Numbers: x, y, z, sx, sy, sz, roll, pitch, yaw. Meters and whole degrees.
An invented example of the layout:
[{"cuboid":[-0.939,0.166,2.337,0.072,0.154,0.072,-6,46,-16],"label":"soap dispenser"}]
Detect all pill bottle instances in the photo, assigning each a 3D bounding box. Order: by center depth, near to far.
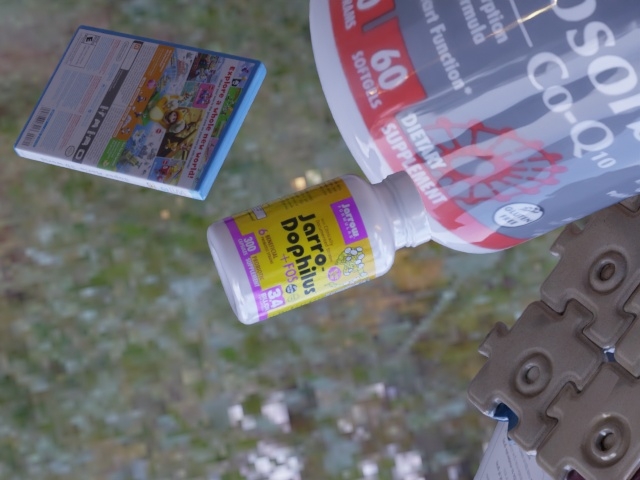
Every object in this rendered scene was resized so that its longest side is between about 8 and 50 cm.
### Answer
[{"cuboid":[0.000,0.000,0.718,0.083,0.043,0.043,-21,-177,-8],"label":"pill bottle"},{"cuboid":[0.191,-0.147,0.960,0.363,0.210,0.210,-25,174,33],"label":"pill bottle"}]

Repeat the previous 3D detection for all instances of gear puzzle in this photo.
[{"cuboid":[0.235,0.005,1.099,0.044,0.339,0.175,32,-173,-40],"label":"gear puzzle"}]

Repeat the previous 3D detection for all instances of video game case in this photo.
[{"cuboid":[-0.137,-0.099,1.365,0.166,0.119,0.015,14,155,25],"label":"video game case"}]

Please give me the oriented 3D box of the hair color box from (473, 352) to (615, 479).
[{"cuboid":[0.174,0.270,1.473,0.105,0.347,0.174,17,-159,-11],"label":"hair color box"}]
